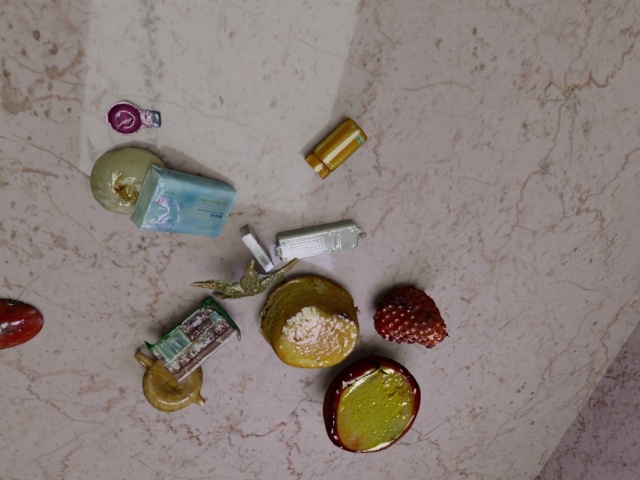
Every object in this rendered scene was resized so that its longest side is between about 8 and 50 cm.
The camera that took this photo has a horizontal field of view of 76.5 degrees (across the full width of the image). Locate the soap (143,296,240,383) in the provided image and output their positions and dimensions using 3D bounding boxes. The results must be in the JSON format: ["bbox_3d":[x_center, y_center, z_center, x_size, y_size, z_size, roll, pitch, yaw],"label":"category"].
[{"bbox_3d":[-0.436,0.340,1.399,0.273,0.098,0.217,-41,93,-10],"label":"soap"}]

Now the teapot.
[{"bbox_3d":[-0.548,0.507,1.475,0.311,0.203,0.167,37,145,-6],"label":"teapot"}]

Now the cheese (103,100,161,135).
[{"bbox_3d":[-0.527,-0.342,1.142,0.145,0.038,0.095,-4,117,-20],"label":"cheese"}]

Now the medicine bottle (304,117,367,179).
[{"bbox_3d":[0.049,-0.289,1.284,0.192,0.096,0.096,-43,117,7],"label":"medicine bottle"}]

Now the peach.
[{"bbox_3d":[0.199,0.657,1.649,0.406,0.310,0.335,-42,80,-5],"label":"peach"}]

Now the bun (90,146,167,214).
[{"bbox_3d":[-0.550,-0.162,1.170,0.223,0.127,0.222,-7,115,-15],"label":"bun"}]

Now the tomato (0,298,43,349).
[{"bbox_3d":[-0.996,0.279,1.276,0.190,0.099,0.173,20,106,-24],"label":"tomato"}]

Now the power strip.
[{"bbox_3d":[0.000,0.000,1.429,0.339,0.058,0.098,-10,116,-9],"label":"power strip"}]

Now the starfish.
[{"bbox_3d":[-0.238,0.137,1.309,0.348,0.357,0.078,-8,74,-6],"label":"starfish"}]

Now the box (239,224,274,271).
[{"bbox_3d":[-0.213,0.026,1.370,0.040,0.084,0.154,-31,118,2],"label":"box"}]

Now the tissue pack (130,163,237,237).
[{"bbox_3d":[-0.393,-0.105,1.201,0.264,0.089,0.177,9,114,-48],"label":"tissue pack"}]

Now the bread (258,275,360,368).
[{"bbox_3d":[-0.035,0.307,1.485,0.359,0.204,0.336,20,104,-21],"label":"bread"}]

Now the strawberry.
[{"bbox_3d":[0.317,0.280,1.530,0.254,0.280,0.150,-24,116,7],"label":"strawberry"}]
